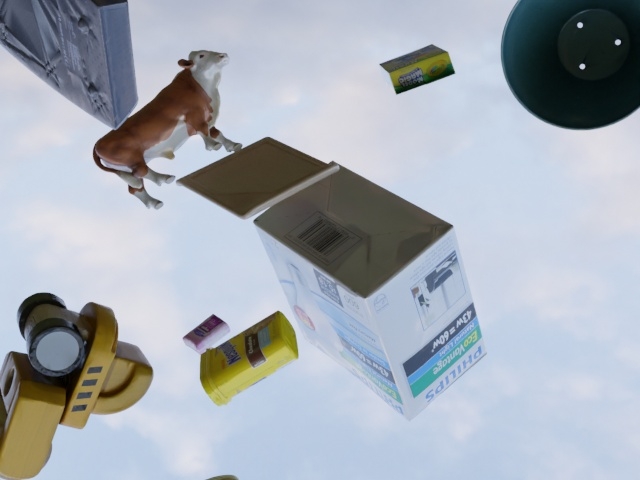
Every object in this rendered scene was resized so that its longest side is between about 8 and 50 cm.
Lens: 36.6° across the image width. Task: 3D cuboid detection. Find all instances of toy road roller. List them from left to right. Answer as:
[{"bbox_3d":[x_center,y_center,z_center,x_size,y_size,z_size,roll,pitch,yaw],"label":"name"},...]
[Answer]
[{"bbox_3d":[-0.452,0.270,1.745,0.241,0.329,0.202,21,-174,-27],"label":"toy road roller"}]

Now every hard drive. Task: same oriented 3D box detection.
[{"bbox_3d":[-0.295,-0.249,1.077,0.054,0.172,0.255,-33,-126,-32],"label":"hard drive"}]

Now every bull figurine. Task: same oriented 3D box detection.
[{"bbox_3d":[-0.262,-0.206,1.753,0.310,0.101,0.188,-38,-107,0],"label":"bull figurine"}]

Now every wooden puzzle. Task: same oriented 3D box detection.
[{"bbox_3d":[-0.117,-0.113,1.789,0.221,0.044,0.239,-30,-145,-31],"label":"wooden puzzle"}]

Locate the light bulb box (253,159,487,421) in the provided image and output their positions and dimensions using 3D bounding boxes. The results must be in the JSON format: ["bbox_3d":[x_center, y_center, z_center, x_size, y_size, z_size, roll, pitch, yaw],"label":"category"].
[{"bbox_3d":[0.100,0.093,1.884,0.225,0.361,0.358,-38,-138,-19],"label":"light bulb box"}]

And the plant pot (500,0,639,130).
[{"bbox_3d":[0.498,-0.361,1.798,0.290,0.290,0.195,2,-166,21],"label":"plant pot"}]

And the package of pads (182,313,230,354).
[{"bbox_3d":[-0.222,0.183,1.886,0.083,0.032,0.050,-37,-136,-27],"label":"package of pads"}]

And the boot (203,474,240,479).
[{"bbox_3d":[-0.203,0.500,1.683,0.213,0.077,0.165,-22,-158,-25],"label":"boot"}]

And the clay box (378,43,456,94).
[{"bbox_3d":[0.197,-0.353,1.988,0.128,0.053,0.222,-20,-165,2],"label":"clay box"}]

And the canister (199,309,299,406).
[{"bbox_3d":[-0.127,0.209,1.739,0.170,0.073,0.126,-31,-156,8],"label":"canister"}]
